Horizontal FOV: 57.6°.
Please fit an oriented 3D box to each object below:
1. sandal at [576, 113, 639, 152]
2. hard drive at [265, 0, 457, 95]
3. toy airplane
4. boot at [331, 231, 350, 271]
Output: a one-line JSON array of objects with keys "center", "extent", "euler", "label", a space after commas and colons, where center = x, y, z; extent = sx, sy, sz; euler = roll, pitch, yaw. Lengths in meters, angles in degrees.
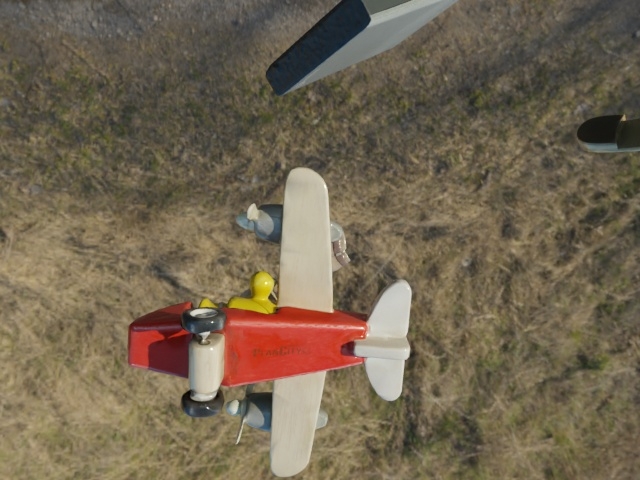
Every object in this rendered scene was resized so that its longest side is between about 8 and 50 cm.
[{"center": [0.524, -0.143, 0.891], "extent": [0.240, 0.088, 0.079], "euler": [13, 156, 44], "label": "sandal"}, {"center": [0.036, -0.143, 0.387], "extent": [0.135, 0.022, 0.094], "euler": [-35, -172, -40], "label": "hard drive"}, {"center": [-0.048, 0.135, 0.917], "extent": [0.386, 0.272, 0.384], "euler": [-46, 113, -6], "label": "toy airplane"}, {"center": [0.000, 0.000, 1.016], "extent": [0.086, 0.042, 0.119], "euler": [-17, 103, 6], "label": "boot"}]
